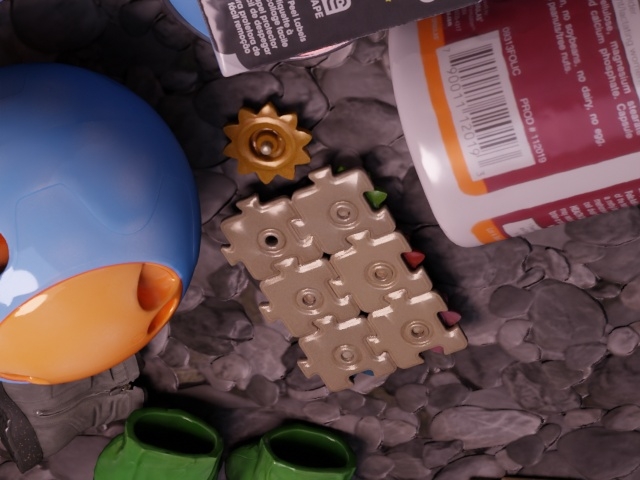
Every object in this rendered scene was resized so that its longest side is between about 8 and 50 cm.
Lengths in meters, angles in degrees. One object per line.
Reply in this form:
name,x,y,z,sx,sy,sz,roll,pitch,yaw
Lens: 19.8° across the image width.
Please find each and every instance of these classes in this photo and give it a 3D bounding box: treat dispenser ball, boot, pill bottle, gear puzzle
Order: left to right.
treat dispenser ball,-0.249,-0.015,1.628,0.288,0.288,0.288,1,128,2
boot,-0.266,0.114,1.843,0.161,0.083,0.246,-28,137,-17
gear puzzle,0.000,0.000,1.788,0.175,0.044,0.339,-21,121,20
pill bottle,0.273,-0.146,1.538,0.392,0.224,0.224,-15,126,14

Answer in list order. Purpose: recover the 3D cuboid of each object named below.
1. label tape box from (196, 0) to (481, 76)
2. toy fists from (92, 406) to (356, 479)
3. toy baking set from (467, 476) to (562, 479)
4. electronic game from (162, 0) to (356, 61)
label tape box,0.041,-0.299,1.467,0.334,0.106,0.240,-16,120,6
toy fists,-0.103,0.257,1.944,0.279,0.096,0.142,9,124,-20
toy baking set,0.214,0.335,2.040,0.256,0.030,0.196,7,128,-2
electronic game,-0.039,-0.253,1.582,0.229,0.048,0.229,1,127,2
